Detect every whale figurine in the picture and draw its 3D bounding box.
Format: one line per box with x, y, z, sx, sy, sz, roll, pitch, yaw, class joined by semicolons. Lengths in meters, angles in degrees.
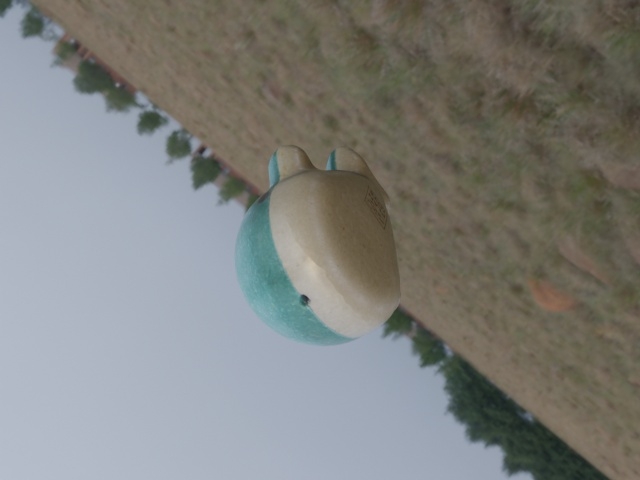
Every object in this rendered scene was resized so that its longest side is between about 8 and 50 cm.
0.000;0.000;0.884;0.216;0.141;0.272;53;-154;-17;whale figurine
